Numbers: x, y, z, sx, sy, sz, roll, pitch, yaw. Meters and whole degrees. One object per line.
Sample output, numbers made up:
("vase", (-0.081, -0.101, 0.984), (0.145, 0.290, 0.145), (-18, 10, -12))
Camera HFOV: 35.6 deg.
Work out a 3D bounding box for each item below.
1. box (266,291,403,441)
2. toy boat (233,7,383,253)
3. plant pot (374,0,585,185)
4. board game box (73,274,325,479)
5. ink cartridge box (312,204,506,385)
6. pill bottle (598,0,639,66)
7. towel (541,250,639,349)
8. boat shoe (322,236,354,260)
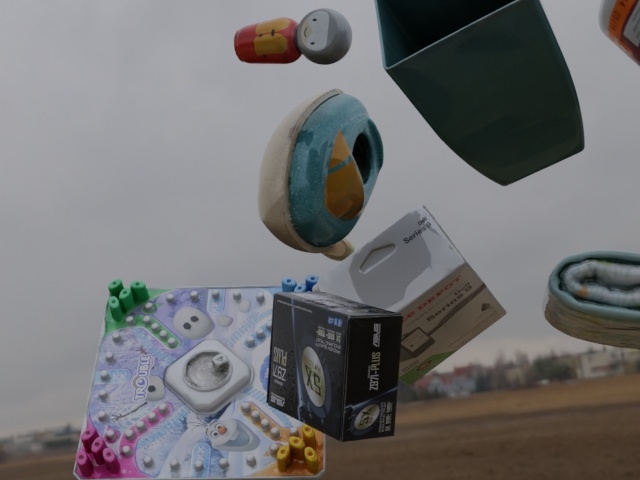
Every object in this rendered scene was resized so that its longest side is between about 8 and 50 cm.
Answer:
("box", (0.013, 0.147, 1.209), (0.078, 0.147, 0.180), (1, 7, -32))
("toy boat", (0.000, -0.141, 1.274), (0.148, 0.318, 0.267), (-1, 36, 25))
("plant pot", (0.192, -0.185, 1.099), (0.165, 0.165, 0.234), (-25, -52, 20))
("board game box", (-0.187, 0.214, 1.646), (0.390, 0.390, 0.050), (-1, -43, 1))
("ink cartridge box", (0.144, 0.093, 1.534), (0.211, 0.121, 0.289), (-38, -28, 6))
("pill bottle", (0.547, -0.218, 1.198), (0.224, 0.392, 0.224), (-32, -25, -16))
("towel", (0.491, 0.106, 1.345), (0.375, 0.090, 0.320), (10, -13, 13))
("boat shoe", (0.000, 0.000, 1.762), (0.135, 0.050, 0.045), (22, 4, 39))
